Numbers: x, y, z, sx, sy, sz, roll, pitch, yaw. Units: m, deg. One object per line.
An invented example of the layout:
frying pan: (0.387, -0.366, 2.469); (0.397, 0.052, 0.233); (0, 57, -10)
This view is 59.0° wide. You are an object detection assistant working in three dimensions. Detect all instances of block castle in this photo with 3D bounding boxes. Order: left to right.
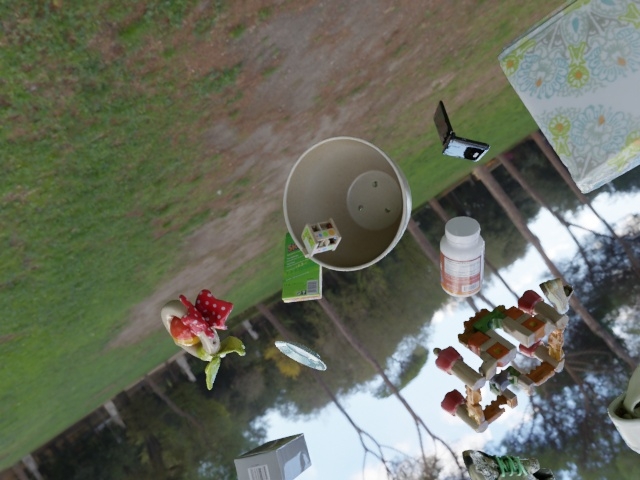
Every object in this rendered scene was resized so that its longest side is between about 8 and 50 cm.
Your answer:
block castle: (0.589, 0.384, 1.877); (0.453, 0.303, 0.213); (-29, -143, -19)

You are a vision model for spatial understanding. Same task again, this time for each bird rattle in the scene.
bird rattle: (-0.287, 0.209, 1.281); (0.143, 0.207, 0.253); (-54, 143, -31)

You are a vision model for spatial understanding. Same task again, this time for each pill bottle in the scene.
pill bottle: (0.397, 0.045, 1.588); (0.121, 0.121, 0.216); (-34, 134, -27)

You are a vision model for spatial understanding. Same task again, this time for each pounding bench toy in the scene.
pounding bench toy: (0.000, 0.000, 1.178); (0.065, 0.052, 0.083); (-14, 154, -25)

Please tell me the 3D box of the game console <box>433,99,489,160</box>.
game console: (0.263, -0.204, 1.067); (0.122, 0.107, 0.071); (27, 77, -84)

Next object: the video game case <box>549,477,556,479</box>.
video game case: (0.645, 0.624, 1.306); (0.022, 0.190, 0.173); (-62, 173, -7)

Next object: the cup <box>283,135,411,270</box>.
cup: (0.104, -0.101, 1.483); (0.331, 0.331, 0.237); (-38, 169, 26)

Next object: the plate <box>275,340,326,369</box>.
plate: (-0.061, 0.368, 1.850); (0.024, 0.188, 0.188); (-61, -173, -24)

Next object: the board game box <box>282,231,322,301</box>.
board game box: (-0.058, 0.076, 1.856); (0.124, 0.259, 0.039); (-8, 148, 12)

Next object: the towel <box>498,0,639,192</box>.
towel: (0.582, -0.334, 1.143); (0.320, 0.374, 0.090); (-35, 163, 31)

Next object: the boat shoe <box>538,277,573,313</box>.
boat shoe: (0.684, 0.156, 1.605); (0.072, 0.068, 0.190); (-34, 144, 18)

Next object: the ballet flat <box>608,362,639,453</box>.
ballet flat: (0.637, 0.189, 0.938); (0.400, 0.139, 0.139); (-53, 173, 9)

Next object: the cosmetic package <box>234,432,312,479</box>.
cosmetic package: (-0.122, 0.599, 1.526); (0.127, 0.107, 0.238); (-18, 170, 11)

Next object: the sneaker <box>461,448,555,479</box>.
sneaker: (0.643, 0.773, 1.922); (0.182, 0.410, 0.158); (-46, -146, 23)
